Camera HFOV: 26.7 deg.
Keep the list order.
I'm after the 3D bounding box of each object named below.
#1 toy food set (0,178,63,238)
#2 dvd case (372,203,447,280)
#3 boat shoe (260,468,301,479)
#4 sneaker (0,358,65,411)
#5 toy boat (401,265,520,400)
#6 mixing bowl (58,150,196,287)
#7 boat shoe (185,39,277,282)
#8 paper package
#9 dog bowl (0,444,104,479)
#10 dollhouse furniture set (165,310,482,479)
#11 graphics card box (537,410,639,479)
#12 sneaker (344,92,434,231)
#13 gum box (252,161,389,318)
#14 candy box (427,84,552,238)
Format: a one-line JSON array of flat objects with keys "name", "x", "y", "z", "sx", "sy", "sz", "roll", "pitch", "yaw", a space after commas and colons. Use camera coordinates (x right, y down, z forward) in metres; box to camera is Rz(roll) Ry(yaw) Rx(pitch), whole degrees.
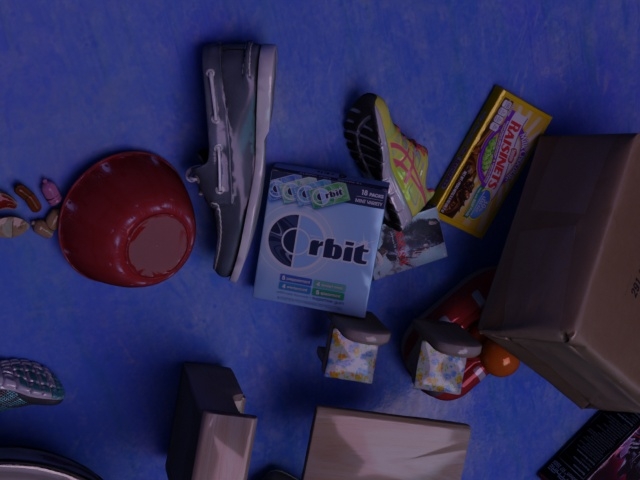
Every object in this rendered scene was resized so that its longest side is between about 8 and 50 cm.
[{"name": "toy food set", "x": -0.356, "y": -0.041, "z": 1.660, "sx": 0.122, "sy": 0.019, "sz": 0.078, "roll": 4, "pitch": 110, "yaw": -28}, {"name": "dvd case", "x": 0.115, "y": 0.004, "z": 1.910, "sx": 0.119, "sy": 0.013, "sz": 0.087, "roll": -17, "pitch": 120, "yaw": -3}, {"name": "boat shoe", "x": 0.017, "y": 0.432, "z": 2.022, "sx": 0.305, "sy": 0.109, "sz": 0.091, "roll": 45, "pitch": 47, "yaw": -23}, {"name": "sneaker", "x": -0.411, "y": 0.193, "z": 1.724, "sx": 0.166, "sy": 0.065, "sz": 0.076, "roll": 13, "pitch": 122, "yaw": -28}, {"name": "toy boat", "x": 0.242, "y": 0.147, "z": 1.970, "sx": 0.231, "sy": 0.151, "sz": 0.151, "roll": -40, "pitch": 124, "yaw": -5}, {"name": "mixing bowl", "x": -0.224, "y": -0.011, "z": 1.680, "sx": 0.181, "sy": 0.098, "sz": 0.181, "roll": -16, "pitch": 120, "yaw": -29}, {"name": "boat shoe", "x": -0.119, "y": -0.101, "z": 1.719, "sx": 0.099, "sy": 0.116, "sz": 0.320, "roll": 8, "pitch": 113, "yaw": -1}, {"name": "paper package", "x": 0.405, "y": 0.051, "z": 1.917, "sx": 0.309, "sy": 0.168, "sz": 0.325, "roll": 37, "pitch": 65, "yaw": -41}, {"name": "dog bowl", "x": -0.403, "y": 0.446, "z": 1.724, "sx": 0.407, "sy": 0.150, "sz": 0.408, "roll": -2, "pitch": 103, "yaw": -10}, {"name": "dollhouse furniture set", "x": 0.011, "y": 0.289, "z": 1.784, "sx": 0.394, "sy": 0.256, "sz": 0.362, "roll": 9, "pitch": 99, "yaw": -12}, {"name": "graphics card box", "x": 0.566, "y": 0.340, "z": 2.260, "sx": 0.371, "sy": 0.094, "sz": 0.233, "roll": -45, "pitch": 124, "yaw": -4}, {"name": "sneaker", "x": 0.100, "y": -0.119, "z": 1.831, "sx": 0.094, "sy": 0.081, "sz": 0.209, "roll": -34, "pitch": 129, "yaw": -20}, {"name": "gum box", "x": 0.000, "y": 0.000, "z": 1.805, "sx": 0.156, "sy": 0.041, "sz": 0.184, "roll": 10, "pitch": 110, "yaw": 3}, {"name": "candy box", "x": 0.241, "y": -0.110, "z": 1.929, "sx": 0.105, "sy": 0.027, "sz": 0.206, "roll": 23, "pitch": 101, "yaw": -35}]
